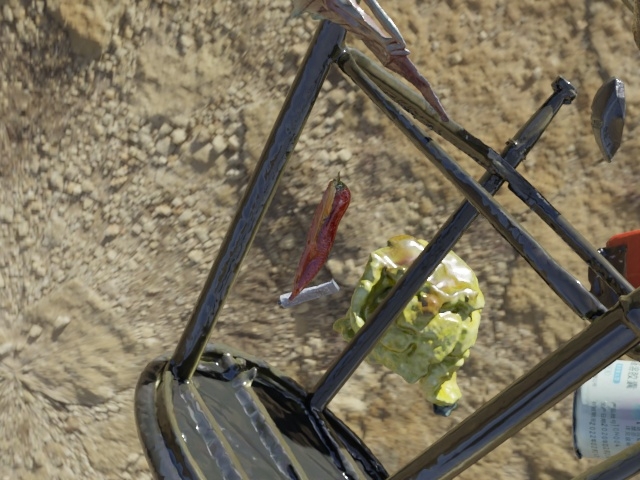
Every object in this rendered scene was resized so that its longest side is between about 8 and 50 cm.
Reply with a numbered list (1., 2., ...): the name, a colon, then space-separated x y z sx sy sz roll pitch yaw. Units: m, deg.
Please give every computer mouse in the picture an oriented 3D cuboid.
1. computer mouse: 0.569 -0.241 2.096 0.062 0.192 0.106 0 43 6

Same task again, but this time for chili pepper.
1. chili pepper: 0.000 0.000 1.226 0.027 0.045 0.178 15 110 -21

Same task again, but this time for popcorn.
1. popcorn: 0.165 0.134 1.881 0.293 0.237 0.293 14 49 -16

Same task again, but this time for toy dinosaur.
1. toy dinosaur: 0.005 -0.155 0.650 0.220 0.108 0.032 43 78 -12

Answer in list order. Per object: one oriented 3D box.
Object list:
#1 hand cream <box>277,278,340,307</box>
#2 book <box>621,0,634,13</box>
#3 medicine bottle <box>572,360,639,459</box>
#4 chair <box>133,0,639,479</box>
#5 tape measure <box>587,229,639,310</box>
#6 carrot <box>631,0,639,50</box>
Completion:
1. hand cream: -0.019 0.081 1.541 0.093 0.030 0.019 -16 51 10
2. book: 0.354 -0.395 1.203 0.026 0.289 0.201 -32 73 -11
3. medicine bottle: 0.419 0.223 1.356 0.168 0.135 0.135 3 80 23
4. chair: 0.092 0.067 0.800 0.410 0.362 0.364 -47 55 14
5. tape measure: 0.454 0.049 1.094 0.253 0.260 0.114 12 75 -32
6. carrot: 0.306 -0.233 0.897 0.082 0.173 0.082 -1 43 1
